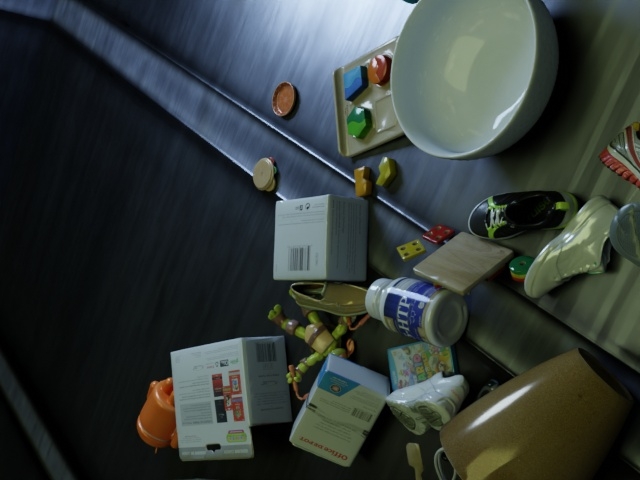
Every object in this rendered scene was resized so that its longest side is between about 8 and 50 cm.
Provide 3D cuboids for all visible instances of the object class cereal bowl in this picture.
[{"bbox_3d":[0.290,-0.306,1.555,0.339,0.141,0.338,-8,80,48],"label":"cereal bowl"}]

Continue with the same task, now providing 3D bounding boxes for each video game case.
[{"bbox_3d":[0.201,0.258,1.691,0.166,0.015,0.119,-21,70,46],"label":"video game case"}]

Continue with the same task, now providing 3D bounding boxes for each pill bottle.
[{"bbox_3d":[0.179,0.131,1.655,0.187,0.112,0.111,13,96,49],"label":"pill bottle"}]

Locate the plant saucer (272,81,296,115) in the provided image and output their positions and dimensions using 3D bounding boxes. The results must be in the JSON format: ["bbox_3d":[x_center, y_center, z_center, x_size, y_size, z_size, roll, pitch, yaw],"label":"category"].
[{"bbox_3d":[-0.086,-0.341,2.081,0.084,0.013,0.083,-6,82,49],"label":"plant saucer"}]

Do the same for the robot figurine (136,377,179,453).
[{"bbox_3d":[-0.406,0.455,2.275,0.158,0.128,0.219,32,116,3],"label":"robot figurine"}]

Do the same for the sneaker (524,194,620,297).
[{"bbox_3d":[0.425,0.032,1.423,0.094,0.080,0.212,48,120,26],"label":"sneaker"}]

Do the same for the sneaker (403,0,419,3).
[{"bbox_3d":[0.216,-0.530,1.658,0.178,0.124,0.295,-57,33,25],"label":"sneaker"}]

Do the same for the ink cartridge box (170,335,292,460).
[{"bbox_3d":[-0.217,0.381,2.064,0.310,0.130,0.271,-16,75,47],"label":"ink cartridge box"}]

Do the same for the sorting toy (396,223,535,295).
[{"bbox_3d":[0.258,0.050,1.576,0.275,0.132,0.046,25,143,50],"label":"sorting toy"}]

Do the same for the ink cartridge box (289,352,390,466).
[{"bbox_3d":[0.039,0.347,1.761,0.082,0.140,0.190,-76,11,-66],"label":"ink cartridge box"}]

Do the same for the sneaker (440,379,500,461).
[{"bbox_3d":[0.276,0.333,1.550,0.067,0.078,0.188,48,121,39],"label":"sneaker"}]

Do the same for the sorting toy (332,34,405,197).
[{"bbox_3d":[0.113,-0.258,1.825,0.229,0.041,0.307,-16,74,47],"label":"sorting toy"}]

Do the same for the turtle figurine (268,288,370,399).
[{"bbox_3d":[0.001,0.194,1.869,0.217,0.087,0.269,45,104,31],"label":"turtle figurine"}]

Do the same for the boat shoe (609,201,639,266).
[{"bbox_3d":[0.571,0.045,1.241,0.320,0.103,0.118,37,115,40],"label":"boat shoe"}]

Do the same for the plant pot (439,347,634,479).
[{"bbox_3d":[0.364,0.300,1.371,0.254,0.237,0.237,-48,51,15],"label":"plant pot"}]

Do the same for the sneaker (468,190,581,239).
[{"bbox_3d":[0.339,-0.053,1.504,0.235,0.097,0.084,-11,77,48],"label":"sneaker"}]

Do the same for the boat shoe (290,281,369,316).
[{"bbox_3d":[0.024,0.115,1.796,0.190,0.072,0.068,-2,58,25],"label":"boat shoe"}]

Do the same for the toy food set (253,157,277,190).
[{"bbox_3d":[-0.136,-0.163,2.113,0.083,0.020,0.082,10,93,49],"label":"toy food set"}]

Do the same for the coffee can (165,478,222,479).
[{"bbox_3d":[-0.323,0.732,2.093,0.202,0.202,0.275,-8,79,48],"label":"coffee can"}]

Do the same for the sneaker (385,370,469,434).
[{"bbox_3d":[0.209,0.296,1.612,0.090,0.115,0.232,52,156,-7],"label":"sneaker"}]

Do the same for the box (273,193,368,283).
[{"bbox_3d":[0.000,0.000,1.867,0.181,0.119,0.181,-4,82,48],"label":"box"}]

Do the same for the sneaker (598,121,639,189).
[{"bbox_3d":[0.528,-0.103,1.306,0.225,0.088,0.092,48,114,37],"label":"sneaker"}]

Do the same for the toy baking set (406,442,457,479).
[{"bbox_3d":[0.249,0.478,1.552,0.256,0.030,0.196,31,121,31],"label":"toy baking set"}]
